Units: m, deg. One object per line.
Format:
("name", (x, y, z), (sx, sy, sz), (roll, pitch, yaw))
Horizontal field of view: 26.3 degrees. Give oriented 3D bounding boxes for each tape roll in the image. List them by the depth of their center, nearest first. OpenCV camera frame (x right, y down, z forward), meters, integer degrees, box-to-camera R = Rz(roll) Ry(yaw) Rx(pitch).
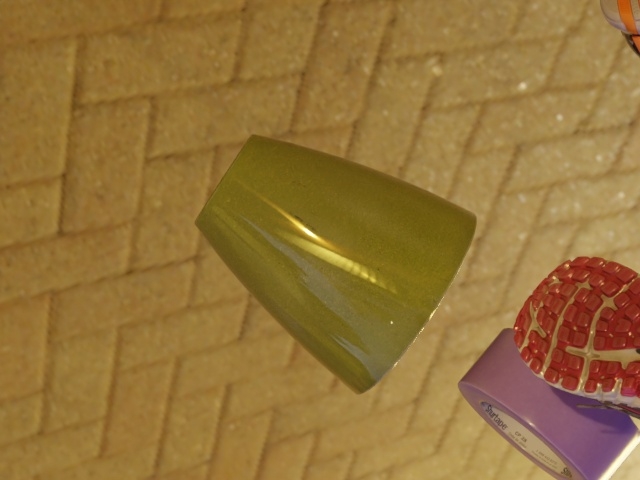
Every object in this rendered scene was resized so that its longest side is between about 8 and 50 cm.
("tape roll", (0.243, 0.183, 1.465), (0.080, 0.189, 0.189), (-48, 148, -11))

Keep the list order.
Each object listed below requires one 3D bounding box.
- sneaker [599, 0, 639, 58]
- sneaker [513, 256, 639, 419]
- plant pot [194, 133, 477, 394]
("sneaker", (0.366, -0.257, 1.468), (0.124, 0.321, 0.180), (-16, 127, 27))
("sneaker", (0.282, 0.112, 1.132), (0.121, 0.299, 0.112), (-54, 134, -5))
("plant pot", (0.000, 0.000, 1.730), (0.293, 0.275, 0.275), (34, 122, -6))
